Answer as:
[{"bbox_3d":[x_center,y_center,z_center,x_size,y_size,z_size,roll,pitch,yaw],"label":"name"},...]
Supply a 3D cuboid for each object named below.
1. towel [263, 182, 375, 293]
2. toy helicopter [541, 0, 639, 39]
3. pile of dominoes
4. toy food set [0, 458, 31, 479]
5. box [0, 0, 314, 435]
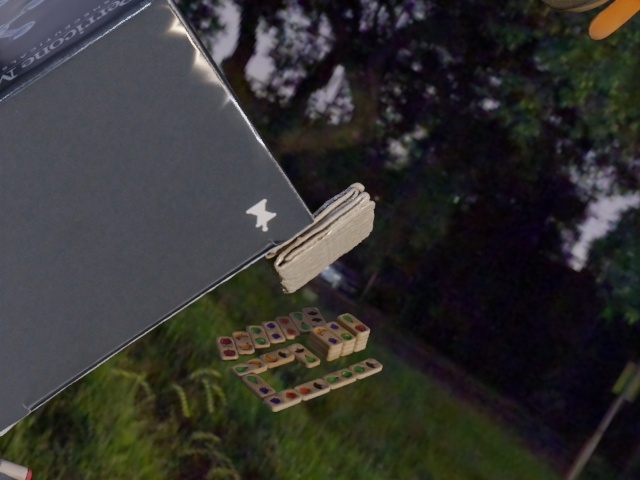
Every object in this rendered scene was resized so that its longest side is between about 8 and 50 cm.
[{"bbox_3d":[0.000,0.000,1.544,0.049,0.187,0.282,53,-6,10],"label":"towel"},{"bbox_3d":[0.390,-0.396,1.171,0.140,0.235,0.355,4,-25,-37],"label":"toy helicopter"},{"bbox_3d":[-0.036,0.170,1.583,0.251,0.040,0.196,-14,37,-41],"label":"pile of dominoes"},{"bbox_3d":[-0.487,0.444,1.582,0.104,0.111,0.232,25,14,-23],"label":"toy food set"},{"bbox_3d":[-0.224,-0.088,0.828,0.212,0.293,0.395,57,-1,-32],"label":"box"}]
